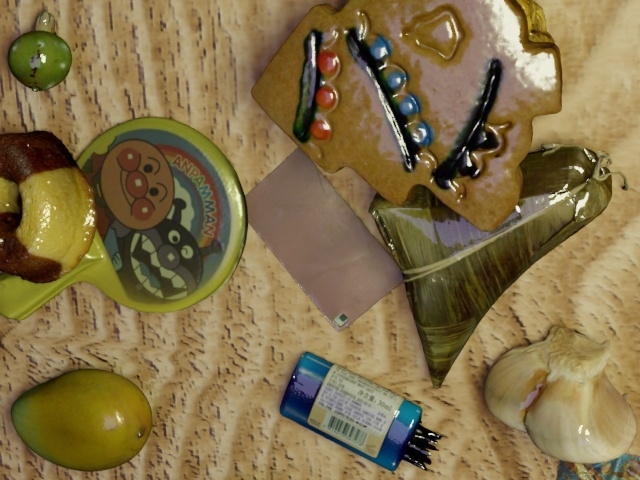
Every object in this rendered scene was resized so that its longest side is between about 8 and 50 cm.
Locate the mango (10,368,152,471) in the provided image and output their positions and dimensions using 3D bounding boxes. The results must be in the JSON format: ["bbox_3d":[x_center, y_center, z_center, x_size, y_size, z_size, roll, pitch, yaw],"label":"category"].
[{"bbox_3d":[-0.292,0.218,1.511,0.195,0.092,0.130,4,110,24],"label":"mango"}]

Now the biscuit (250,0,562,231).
[{"bbox_3d":[0.075,-0.138,1.160,0.302,0.043,0.278,-4,105,21],"label":"biscuit"}]

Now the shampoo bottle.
[{"bbox_3d":[0.048,0.199,1.398,0.183,0.050,0.087,26,112,12],"label":"shampoo bottle"}]

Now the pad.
[{"bbox_3d":[0.000,0.000,1.377,0.113,0.006,0.187,-41,88,28],"label":"pad"}]

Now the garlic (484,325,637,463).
[{"bbox_3d":[0.248,0.165,1.280,0.174,0.124,0.099,17,146,48],"label":"garlic"}]

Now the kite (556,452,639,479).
[{"bbox_3d":[0.314,0.281,1.346,0.183,0.010,0.160,-40,91,26],"label":"kite"}]

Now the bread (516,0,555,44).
[{"bbox_3d":[0.119,-0.185,1.214,0.211,0.114,0.083,-9,87,24],"label":"bread"}]

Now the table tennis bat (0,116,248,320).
[{"bbox_3d":[-0.246,-0.001,1.443,0.369,0.054,0.224,-26,90,24],"label":"table tennis bat"}]

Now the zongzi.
[{"bbox_3d":[0.198,0.027,1.259,0.248,0.111,0.241,-10,110,21],"label":"zongzi"}]

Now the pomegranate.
[{"bbox_3d":[-0.318,-0.211,1.399,0.073,0.073,0.084,-33,56,26],"label":"pomegranate"}]

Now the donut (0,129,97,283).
[{"bbox_3d":[-0.344,-0.040,1.425,0.166,0.073,0.184,-32,70,27],"label":"donut"}]
